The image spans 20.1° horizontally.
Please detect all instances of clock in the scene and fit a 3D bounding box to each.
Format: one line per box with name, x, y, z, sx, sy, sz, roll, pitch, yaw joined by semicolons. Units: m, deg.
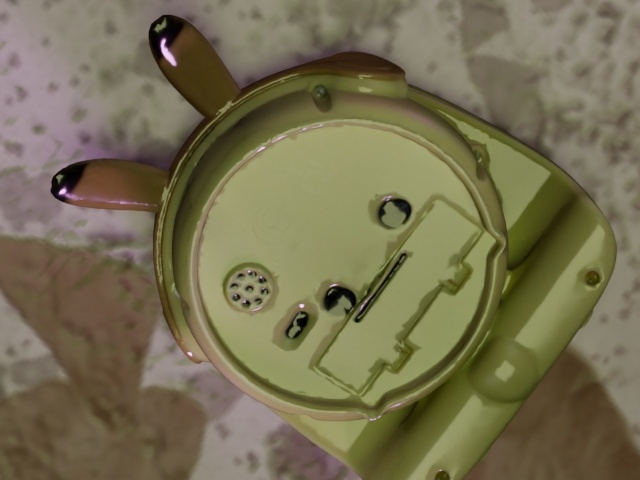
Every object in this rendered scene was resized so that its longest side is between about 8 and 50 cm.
clock;0.000;0.000;0.801;0.232;0.069;0.170;32;102;-12
